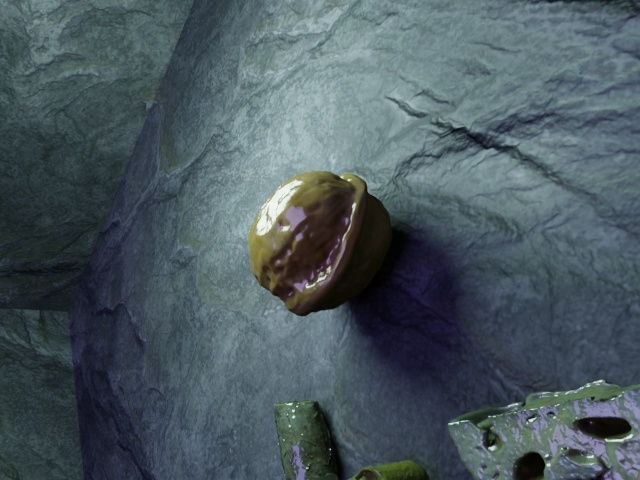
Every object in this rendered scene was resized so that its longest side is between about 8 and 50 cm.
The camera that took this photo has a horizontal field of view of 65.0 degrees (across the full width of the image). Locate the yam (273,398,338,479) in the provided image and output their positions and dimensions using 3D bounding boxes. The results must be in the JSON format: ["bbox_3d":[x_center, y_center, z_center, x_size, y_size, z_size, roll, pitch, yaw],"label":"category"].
[{"bbox_3d":[-0.029,0.372,0.911,0.107,0.107,0.183,-46,48,35],"label":"yam"}]

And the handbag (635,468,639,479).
[{"bbox_3d":[0.321,0.214,0.357,0.149,0.302,0.283,21,92,47],"label":"handbag"}]

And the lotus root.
[{"bbox_3d":[0.272,0.229,0.553,0.235,0.119,0.138,-24,63,44],"label":"lotus root"}]

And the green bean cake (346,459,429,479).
[{"bbox_3d":[0.098,0.462,0.711,0.236,0.124,0.233,-51,45,31],"label":"green bean cake"}]

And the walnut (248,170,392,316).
[{"bbox_3d":[0.000,0.000,0.853,0.257,0.224,0.257,-51,23,33],"label":"walnut"}]
